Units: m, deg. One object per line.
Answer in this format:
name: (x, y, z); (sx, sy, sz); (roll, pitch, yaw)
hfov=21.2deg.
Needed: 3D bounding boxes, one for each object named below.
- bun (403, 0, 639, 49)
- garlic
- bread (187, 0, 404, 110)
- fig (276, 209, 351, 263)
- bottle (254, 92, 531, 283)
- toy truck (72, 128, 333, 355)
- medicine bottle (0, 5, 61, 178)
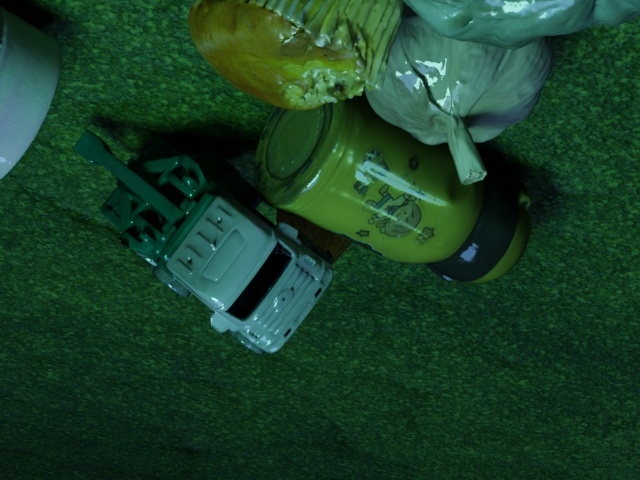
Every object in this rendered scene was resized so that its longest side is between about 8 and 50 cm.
bun: (0.186, -0.295, 1.582); (0.354, 0.194, 0.354); (7, 150, 4)
garlic: (0.143, -0.156, 1.839); (0.218, 0.212, 0.218); (1, 150, 1)
bread: (-0.031, -0.223, 1.775); (0.179, 0.133, 0.250); (41, 160, -30)
fig: (0.009, -0.011, 2.232); (0.119, 0.153, 0.119); (-20, 153, -11)
bottle: (0.104, -0.055, 2.075); (0.351, 0.171, 0.171); (26, 147, -29)
toy truck: (-0.152, -0.012, 2.090); (0.363, 0.176, 0.178); (38, -179, 40)
medicine bottle: (-0.477, -0.211, 1.900); (0.325, 0.212, 0.212); (29, 146, -33)
